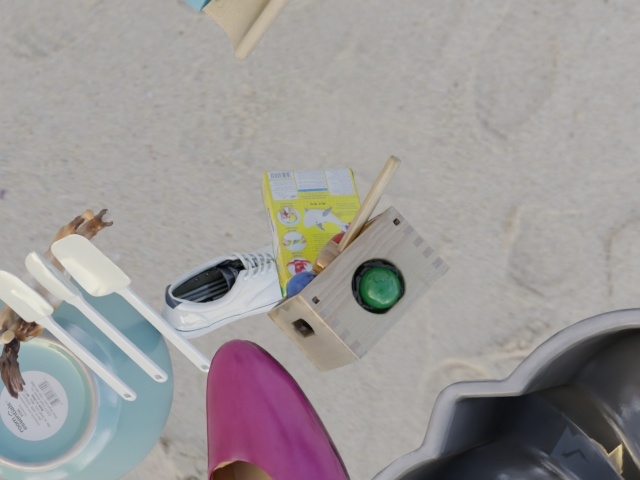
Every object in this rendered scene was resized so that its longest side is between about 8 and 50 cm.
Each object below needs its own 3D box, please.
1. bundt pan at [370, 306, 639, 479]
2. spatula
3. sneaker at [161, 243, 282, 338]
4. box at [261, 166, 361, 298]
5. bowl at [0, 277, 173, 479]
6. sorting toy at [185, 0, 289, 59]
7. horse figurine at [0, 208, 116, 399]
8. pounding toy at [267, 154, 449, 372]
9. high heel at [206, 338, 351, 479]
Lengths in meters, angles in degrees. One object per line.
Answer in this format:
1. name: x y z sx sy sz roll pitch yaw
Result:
1. bundt pan: 0.167 0.179 0.483 0.331 0.124 0.331 1 94 19
2. spatula: -0.234 0.089 1.310 0.242 0.168 0.019 48 35 -31
3. sneaker: -0.102 0.055 1.701 0.258 0.091 0.094 -28 65 -22
4. box: 0.000 0.000 1.340 0.105 0.043 0.179 -3 50 -12
5. bowl: -0.362 0.200 1.621 0.311 0.163 0.311 0 91 3
6. sorting toy: -0.087 -0.205 0.645 0.208 0.193 0.038 47 64 -3
7. horse figurine: -0.329 0.059 1.478 0.066 0.174 0.263 32 78 -15
8. pounding toy: 0.030 0.023 0.995 0.130 0.141 0.100 -44 93 -19
9. high heel: -0.061 0.253 0.875 0.181 0.127 0.377 -3 64 -38
